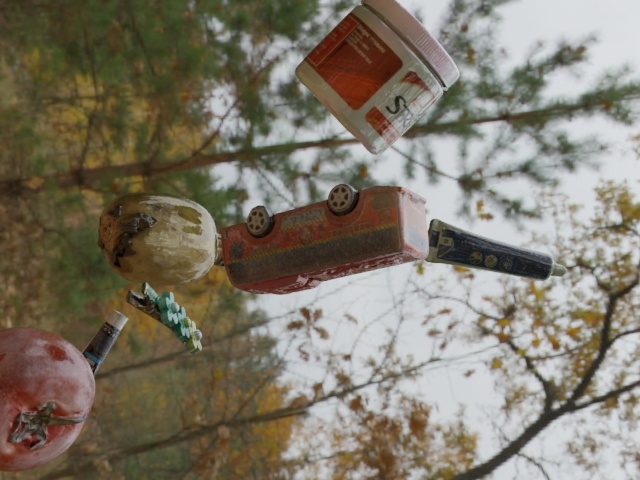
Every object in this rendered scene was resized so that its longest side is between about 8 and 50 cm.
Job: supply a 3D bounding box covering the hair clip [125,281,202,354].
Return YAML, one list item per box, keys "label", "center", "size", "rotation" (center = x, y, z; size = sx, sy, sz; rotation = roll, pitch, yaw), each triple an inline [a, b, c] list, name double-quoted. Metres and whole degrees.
- label: "hair clip"
  center: [-0.191, 0.108, 1.070]
  size: [0.173, 0.049, 0.049]
  rotation: [57, 10, -53]

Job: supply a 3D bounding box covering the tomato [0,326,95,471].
- label: "tomato"
  center: [-0.559, 0.287, 1.519]
  size: [0.227, 0.270, 0.270]
  rotation: [32, -48, 42]

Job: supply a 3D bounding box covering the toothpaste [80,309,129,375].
- label: "toothpaste"
  center: [-0.562, 0.266, 2.081]
  size: [0.193, 0.071, 0.045]
  rotation: [-59, 175, -10]

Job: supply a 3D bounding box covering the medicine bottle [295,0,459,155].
- label: "medicine bottle"
  center: [0.111, -0.336, 1.661]
  size: [0.252, 0.241, 0.252]
  rotation: [44, 8, -7]

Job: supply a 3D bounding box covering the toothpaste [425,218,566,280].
- label: "toothpaste"
  center: [0.227, 0.020, 1.057]
  size: [0.035, 0.197, 0.057]
  rotation: [175, -72, -78]

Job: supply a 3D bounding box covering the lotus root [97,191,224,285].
- label: "lotus root"
  center: [-0.286, 0.001, 1.613]
  size: [0.183, 0.310, 0.182]
  rotation: [-13, -107, 49]

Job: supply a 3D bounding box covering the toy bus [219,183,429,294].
- label: "toy bus"
  center: [0.000, 0.000, 0.725]
  size: [0.192, 0.065, 0.077]
  rotation: [-14, -109, 30]
